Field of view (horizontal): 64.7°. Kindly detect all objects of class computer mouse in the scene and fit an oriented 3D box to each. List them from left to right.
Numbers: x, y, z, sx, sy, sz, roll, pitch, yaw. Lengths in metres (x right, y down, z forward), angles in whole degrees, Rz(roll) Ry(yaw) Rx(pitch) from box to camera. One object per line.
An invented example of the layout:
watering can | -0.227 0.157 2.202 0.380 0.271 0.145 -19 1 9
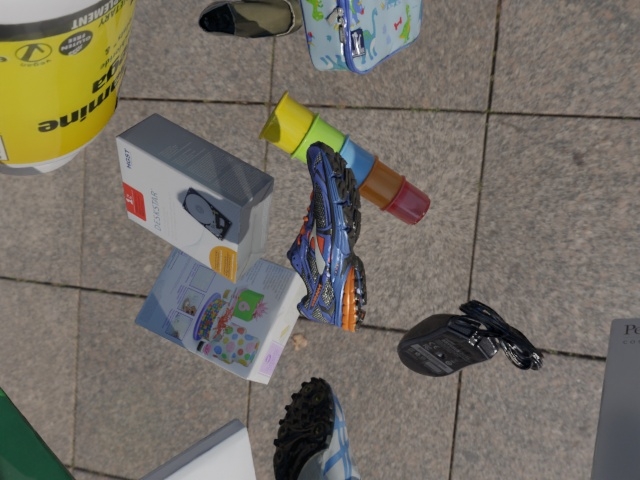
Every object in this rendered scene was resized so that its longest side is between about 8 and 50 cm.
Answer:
computer mouse | 0.256 0.185 0.942 0.188 0.072 0.272 39 142 -14

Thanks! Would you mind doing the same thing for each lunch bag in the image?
lunch bag | 0.062 -0.339 0.698 0.090 0.219 0.176 14 127 34

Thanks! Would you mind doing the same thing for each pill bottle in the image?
pill bottle | -0.243 -0.168 0.382 0.187 0.334 0.188 6 76 -25

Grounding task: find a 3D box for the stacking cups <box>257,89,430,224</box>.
stacking cups | 0.053 -0.135 0.869 0.316 0.096 0.096 29 99 -12

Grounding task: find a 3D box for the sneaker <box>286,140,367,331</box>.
sneaker | 0.000 0.000 0.573 0.087 0.083 0.222 -2 101 14

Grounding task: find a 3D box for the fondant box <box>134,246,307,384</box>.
fondant box | -0.216 0.138 1.116 0.330 0.096 0.239 18 75 28

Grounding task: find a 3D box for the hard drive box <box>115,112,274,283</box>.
hard drive box | -0.199 -0.065 0.810 0.232 0.089 0.181 29 139 14

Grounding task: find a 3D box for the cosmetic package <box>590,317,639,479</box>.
cosmetic package | 0.446 0.300 0.562 0.230 0.453 0.162 -12 122 42

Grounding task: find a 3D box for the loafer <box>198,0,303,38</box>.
loafer | -0.153 -0.470 1.081 0.251 0.087 0.095 4 126 24

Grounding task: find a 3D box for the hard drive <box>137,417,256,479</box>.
hard drive | -0.276 0.509 0.918 0.047 0.352 0.233 24 128 44

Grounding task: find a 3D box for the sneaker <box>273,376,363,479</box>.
sneaker | 0.013 0.249 0.484 0.085 0.086 0.237 -33 47 24

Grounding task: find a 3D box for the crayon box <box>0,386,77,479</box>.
crayon box | -0.365 0.061 0.318 0.362 0.106 0.313 9 129 25
